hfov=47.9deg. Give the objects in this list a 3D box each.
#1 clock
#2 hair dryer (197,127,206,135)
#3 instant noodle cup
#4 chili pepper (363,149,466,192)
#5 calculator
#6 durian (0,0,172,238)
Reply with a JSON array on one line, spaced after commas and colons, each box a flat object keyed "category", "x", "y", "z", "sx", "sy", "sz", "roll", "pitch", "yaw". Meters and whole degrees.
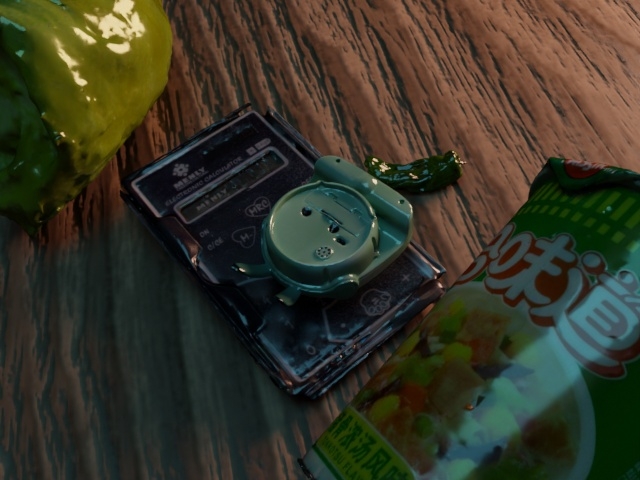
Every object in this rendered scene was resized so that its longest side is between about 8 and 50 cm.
[{"category": "clock", "x": 0.000, "y": 0.000, "z": 0.558, "sx": 0.101, "sy": 0.041, "sz": 0.135, "roll": 34, "pitch": 64, "yaw": 26}, {"category": "hair dryer", "x": -0.078, "y": -0.103, "z": 0.709, "sx": 0.083, "sy": 0.026, "sz": 0.047, "roll": -31, "pitch": 54, "yaw": -17}, {"category": "instant noodle cup", "x": 0.116, "y": 0.101, "z": 0.414, "sx": 0.232, "sy": 0.207, "sz": 0.207, "roll": -40, "pitch": 55, "yaw": -9}, {"category": "chili pepper", "x": 0.085, "y": -0.061, "z": 0.644, "sx": 0.091, "sy": 0.034, "sz": 0.030, "roll": -4, "pitch": 19, "yaw": 10}, {"category": "calculator", "x": -0.038, "y": -0.006, "z": 0.608, "sx": 0.165, "sy": 0.028, "sz": 0.274, "roll": -36, "pitch": 61, "yaw": -16}, {"category": "durian", "x": -0.263, "y": -0.203, "z": 0.697, "sx": 0.255, "sy": 0.204, "sz": 0.340, "roll": 38, "pitch": 54, "yaw": -10}]
